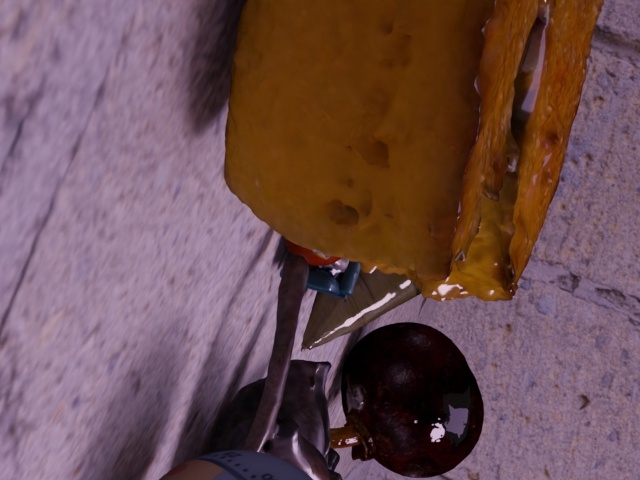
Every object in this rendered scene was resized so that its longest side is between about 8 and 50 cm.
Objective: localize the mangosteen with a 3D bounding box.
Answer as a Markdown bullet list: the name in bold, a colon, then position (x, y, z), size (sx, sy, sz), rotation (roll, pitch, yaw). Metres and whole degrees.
- **mangosteen**: position (0.105, 0.247, 1.689), size (0.261, 0.235, 0.235), rotation (-27, 155, -18)

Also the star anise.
- **star anise**: position (-0.055, 0.214, 1.008), size (0.316, 0.139, 0.359), rotation (103, -4, -77)

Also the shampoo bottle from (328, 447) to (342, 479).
- **shampoo bottle**: position (-0.040, 0.380, 1.518), size (0.080, 0.079, 0.246), rotation (97, 18, -58)

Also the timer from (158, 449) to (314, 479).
- **timer**: position (-0.103, 0.223, 0.757), size (0.175, 0.255, 0.175), rotation (176, -90, -70)

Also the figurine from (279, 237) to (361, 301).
- **figurine**: position (0.000, 0.000, 0.958), size (0.140, 0.068, 0.075), rotation (73, 38, -65)

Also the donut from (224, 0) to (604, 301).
- **donut**: position (0.083, -0.147, 0.744), size (0.435, 0.163, 0.378), rotation (43, 65, -72)

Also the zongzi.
- **zongzi**: position (0.081, 0.003, 1.273), size (0.317, 0.154, 0.289), rotation (-47, 171, -5)
